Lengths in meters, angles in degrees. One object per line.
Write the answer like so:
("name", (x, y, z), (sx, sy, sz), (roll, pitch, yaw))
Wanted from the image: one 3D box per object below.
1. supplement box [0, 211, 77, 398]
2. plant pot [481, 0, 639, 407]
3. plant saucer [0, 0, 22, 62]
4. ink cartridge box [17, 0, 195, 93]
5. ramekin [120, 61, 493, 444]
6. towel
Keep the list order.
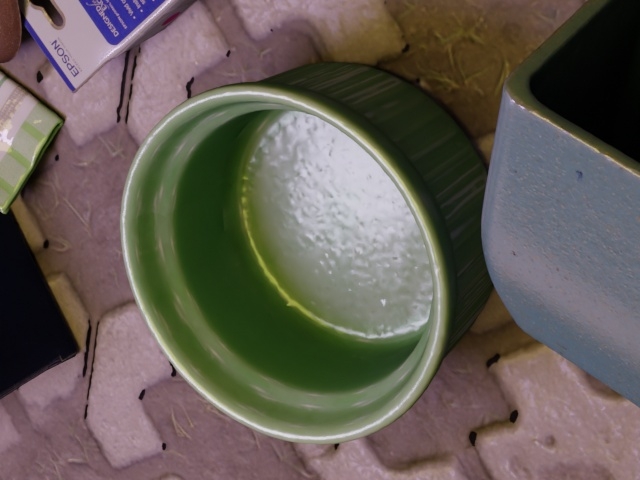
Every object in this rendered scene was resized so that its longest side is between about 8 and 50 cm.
("supplement box", (-0.455, 0.109, 1.735), (0.356, 0.194, 0.195), (-21, 98, 37))
("plant pot", (0.258, -0.019, 1.217), (0.248, 0.247, 0.252), (34, 142, 16))
("plant saucer", (-0.341, -0.242, 1.566), (0.198, 0.036, 0.198), (39, 147, 32))
("ink cartridge box", (-0.135, -0.293, 1.447), (0.371, 0.069, 0.176), (-35, 89, 35))
("ramekin", (0.000, 0.000, 1.432), (0.303, 0.148, 0.303), (13, 116, 28))
("towel", (-0.329, -0.111, 1.647), (0.152, 0.023, 0.113), (35, 102, 13))
